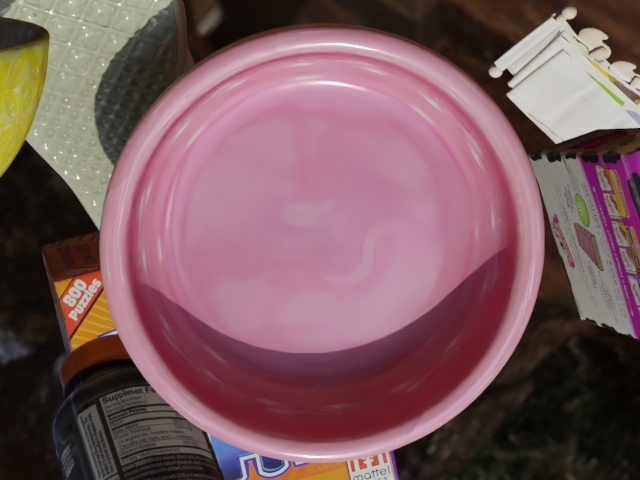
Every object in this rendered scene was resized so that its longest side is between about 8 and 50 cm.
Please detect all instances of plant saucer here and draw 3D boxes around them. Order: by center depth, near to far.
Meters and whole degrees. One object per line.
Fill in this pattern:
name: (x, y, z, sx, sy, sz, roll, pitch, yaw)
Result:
plant saucer: (0.000, 0.000, 1.140, 0.332, 0.332, 0.084, 41, -175, -12)

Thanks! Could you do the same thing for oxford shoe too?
oxford shoe: (-0.172, -0.139, 1.211, 0.449, 0.169, 0.130, 68, -172, -48)

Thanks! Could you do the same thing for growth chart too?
growth chart: (0.299, -0.148, 1.656, 0.237, 0.021, 0.172, 45, 142, -17)

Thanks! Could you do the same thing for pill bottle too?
pill bottle: (-0.153, 0.198, 1.282, 0.130, 0.130, 0.246, 40, -160, -51)

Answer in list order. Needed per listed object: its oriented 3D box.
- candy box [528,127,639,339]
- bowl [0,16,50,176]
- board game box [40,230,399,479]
candy box: (0.253, -0.007, 1.196, 0.233, 0.071, 0.159, -159, 50, -79)
bowl: (-0.316, -0.058, 0.956, 0.289, 0.156, 0.289, 1, -165, 0)
board game box: (-0.143, 0.155, 1.951, 0.356, 0.356, 0.356, -153, 50, -75)
